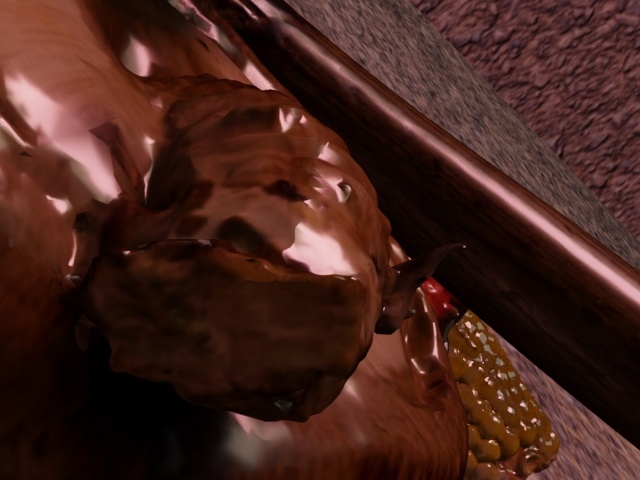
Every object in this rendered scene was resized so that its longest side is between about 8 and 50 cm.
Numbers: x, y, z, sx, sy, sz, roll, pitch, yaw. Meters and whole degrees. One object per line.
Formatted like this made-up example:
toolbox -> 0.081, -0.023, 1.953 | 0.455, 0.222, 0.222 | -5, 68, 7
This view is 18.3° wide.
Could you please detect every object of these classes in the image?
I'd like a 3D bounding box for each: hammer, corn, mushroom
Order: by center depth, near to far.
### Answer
mushroom -> -0.075, 0.003, 0.579 | 0.297, 0.163, 0.278 | 39, 5, -29
hammer -> -0.007, -0.052, 0.745 | 0.409, 0.095, 0.242 | 40, -30, 4
corn -> 0.000, 0.000, 1.008 | 0.320, 0.097, 0.097 | 52, 12, 6

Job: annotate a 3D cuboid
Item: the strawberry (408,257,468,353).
strawberry -> -0.007, 0.010, 0.877 | 0.148, 0.131, 0.131 | 58, 13, 8
